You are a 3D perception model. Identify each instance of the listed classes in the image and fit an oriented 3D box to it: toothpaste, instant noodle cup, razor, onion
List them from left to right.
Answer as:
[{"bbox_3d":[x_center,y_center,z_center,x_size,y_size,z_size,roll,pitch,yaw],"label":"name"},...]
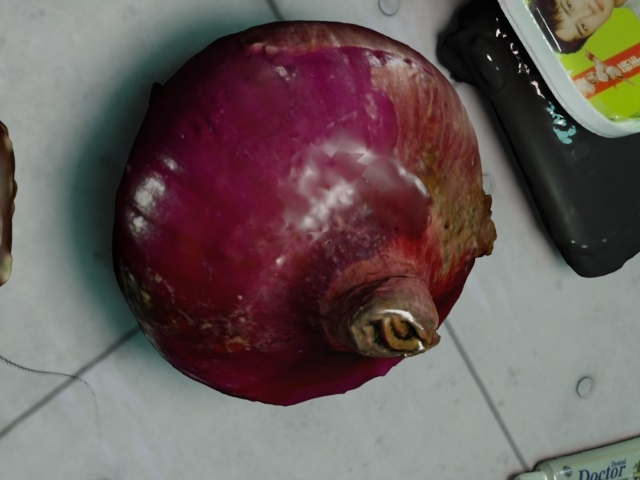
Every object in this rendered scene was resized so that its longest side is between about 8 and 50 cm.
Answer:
[{"bbox_3d":[0.000,0.000,1.260,0.347,0.385,0.348,-9,117,-18],"label":"onion"},{"bbox_3d":[0.262,-0.130,1.535,0.189,0.107,0.327,-43,116,-18],"label":"razor"},{"bbox_3d":[0.318,0.254,1.684,0.255,0.037,0.067,-5,102,-32],"label":"toothpaste"},{"bbox_3d":[0.356,-0.275,1.353,0.294,0.308,0.294,18,62,-38],"label":"instant noodle cup"}]

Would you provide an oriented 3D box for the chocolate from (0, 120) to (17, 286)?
[{"bbox_3d":[-0.371,-0.062,1.107,0.340,0.225,0.210,21,99,-39],"label":"chocolate"}]
